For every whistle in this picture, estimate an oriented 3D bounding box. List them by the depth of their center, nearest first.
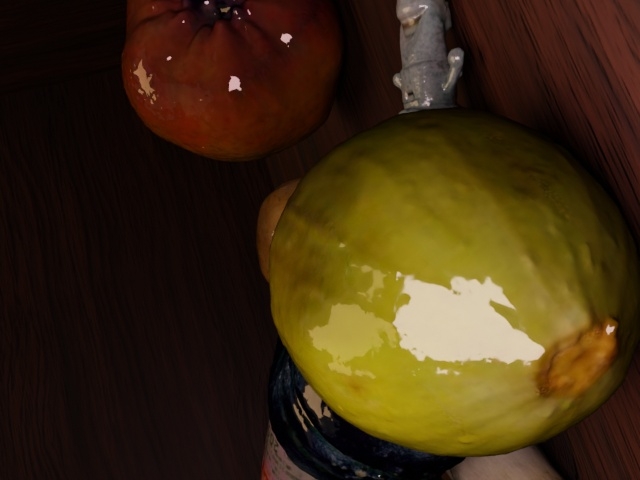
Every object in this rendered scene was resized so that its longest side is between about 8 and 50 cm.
[{"bbox_3d":[0.138,-0.149,0.962,0.142,0.134,0.346,178,86,-85],"label":"whistle"}]

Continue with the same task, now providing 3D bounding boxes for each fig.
[{"bbox_3d":[0.125,0.047,0.737,0.343,0.343,0.343,164,90,-82],"label":"fig"}]

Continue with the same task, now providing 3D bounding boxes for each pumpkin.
[{"bbox_3d":[0.084,0.158,1.079,0.363,0.266,0.363,-56,18,27],"label":"pumpkin"}]

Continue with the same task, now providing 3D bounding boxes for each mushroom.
[{"bbox_3d":[0.239,0.312,1.101,0.177,0.126,0.397,64,173,-7],"label":"mushroom"}]

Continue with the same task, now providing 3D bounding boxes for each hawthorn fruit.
[{"bbox_3d":[-0.173,-0.366,1.581,0.472,0.472,0.471,164,90,-82],"label":"hawthorn fruit"}]

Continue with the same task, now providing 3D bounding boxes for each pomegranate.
[{"bbox_3d":[0.005,0.008,1.641,0.307,0.307,0.307,164,90,-82],"label":"pomegranate"}]

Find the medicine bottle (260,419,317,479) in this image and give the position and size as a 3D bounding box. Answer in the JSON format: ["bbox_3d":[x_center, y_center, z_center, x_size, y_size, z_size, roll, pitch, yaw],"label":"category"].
[{"bbox_3d":[0.007,0.380,1.385,0.219,0.219,0.388,-115,28,-48],"label":"medicine bottle"}]
